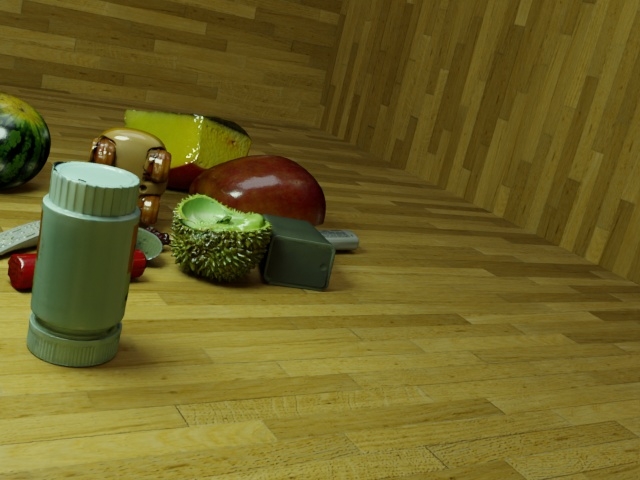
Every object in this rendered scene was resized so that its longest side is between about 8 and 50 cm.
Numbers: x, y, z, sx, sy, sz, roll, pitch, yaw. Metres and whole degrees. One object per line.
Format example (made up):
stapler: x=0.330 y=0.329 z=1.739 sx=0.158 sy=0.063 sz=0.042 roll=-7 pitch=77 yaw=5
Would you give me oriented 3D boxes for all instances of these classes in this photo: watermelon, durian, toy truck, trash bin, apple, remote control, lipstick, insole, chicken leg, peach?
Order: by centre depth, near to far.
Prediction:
lipstick: x=-0.494 y=0.055 z=1.619 sx=0.279 sy=0.073 sz=0.073 roll=-3 pitch=23 yaw=-45
remote control: x=-0.655 y=-0.002 z=1.733 sx=0.073 sy=0.044 sz=0.229 roll=16 pitch=24 yaw=20
durian: x=-0.238 y=0.000 z=1.820 sx=0.237 sy=0.176 sz=0.200 roll=14 pitch=11 yaw=-18
insole: x=-0.502 y=-0.014 z=1.862 sx=0.322 sy=0.007 sz=0.109 roll=20 pitch=49 yaw=28
chicken leg: x=-0.468 y=-0.019 z=1.921 sx=0.219 sy=0.048 sz=0.089 roll=14 pitch=13 yaw=1
trash bin: x=-0.073 y=0.022 z=1.981 sx=0.164 sy=0.122 sz=0.240 roll=9 pitch=14 yaw=-15
toy truck: x=-0.499 y=-0.167 z=2.031 sx=0.204 sy=0.288 sz=0.211 roll=10 pitch=29 yaw=-15
watermelon: x=-0.846 y=-0.262 z=2.065 sx=0.269 sy=0.269 sz=0.269 roll=12 pitch=16 yaw=-4
apple: x=-0.187 y=-0.109 z=2.269 sx=0.365 sy=0.329 sz=0.295 roll=-5 pitch=64 yaw=-37
peach: x=-0.422 y=-0.280 z=2.499 sx=0.380 sy=0.242 sz=0.306 roll=2 pitch=-6 yaw=9

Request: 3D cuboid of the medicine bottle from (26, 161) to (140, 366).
medicine bottle: x=-0.395 y=0.036 z=1.318 sx=0.158 sy=0.318 sz=0.158 roll=12 pitch=18 yaw=-4

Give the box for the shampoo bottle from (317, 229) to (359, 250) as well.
shampoo bottle: x=0.000 y=0.000 z=2.216 sx=0.227 sy=0.056 sz=0.086 roll=-1 pitch=18 yaw=-40
